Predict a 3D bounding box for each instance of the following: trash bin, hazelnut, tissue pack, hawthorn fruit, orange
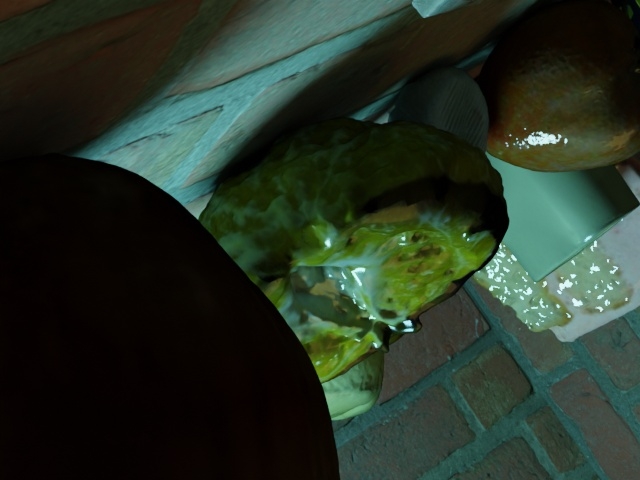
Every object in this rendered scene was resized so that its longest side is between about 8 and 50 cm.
[{"bbox_3d":[0.271,-0.092,1.932,0.121,0.247,0.243,-33,171,-25],"label":"trash bin"},{"bbox_3d":[-0.167,0.139,1.028,0.353,0.421,0.421,-25,174,11],"label":"hazelnut"},{"bbox_3d":[0.130,-0.228,1.343,0.056,0.023,0.108,-40,171,36],"label":"tissue pack"},{"bbox_3d":[0.260,-0.161,1.711,0.251,0.199,0.199,-26,175,19],"label":"hawthorn fruit"},{"bbox_3d":[0.000,0.000,1.500,0.368,0.210,0.271,-35,155,9],"label":"orange"}]

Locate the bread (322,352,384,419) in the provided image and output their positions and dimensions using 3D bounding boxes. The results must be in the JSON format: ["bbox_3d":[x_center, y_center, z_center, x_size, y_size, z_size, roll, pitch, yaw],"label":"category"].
[{"bbox_3d":[-0.046,0.184,2.382,0.320,0.237,0.320,-20,164,-6],"label":"bread"}]

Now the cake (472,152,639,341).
[{"bbox_3d":[0.381,-0.057,2.218,0.307,0.293,0.314,-38,-161,29],"label":"cake"}]

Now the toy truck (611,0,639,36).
[{"bbox_3d":[0.531,-0.303,1.976,0.254,0.181,0.405,-35,173,18],"label":"toy truck"}]

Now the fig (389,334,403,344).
[{"bbox_3d":[0.059,-0.019,1.903,0.321,0.217,0.217,-62,180,-16],"label":"fig"}]

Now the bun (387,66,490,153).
[{"bbox_3d":[0.126,-0.121,1.649,0.083,0.141,0.141,2,-162,38],"label":"bun"}]
